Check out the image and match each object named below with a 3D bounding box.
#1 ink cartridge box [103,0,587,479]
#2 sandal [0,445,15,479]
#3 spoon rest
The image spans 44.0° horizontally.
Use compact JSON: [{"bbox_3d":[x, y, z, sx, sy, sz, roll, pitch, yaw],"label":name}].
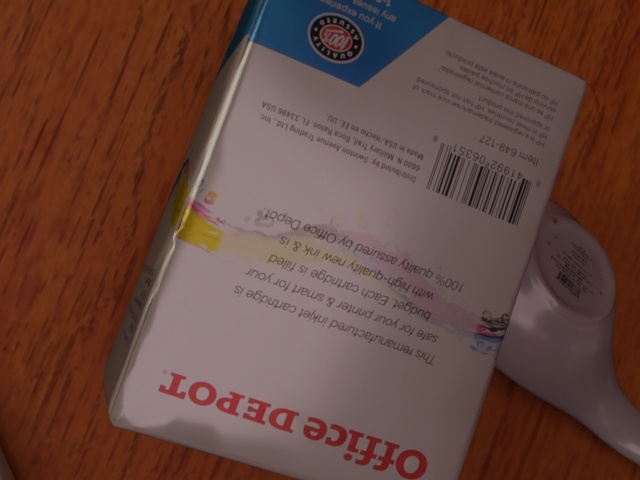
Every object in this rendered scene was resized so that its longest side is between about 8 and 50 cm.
[{"bbox_3d":[0.000,0.000,0.443,0.171,0.168,0.232,22,85,-14],"label":"ink cartridge box"},{"bbox_3d":[-0.264,0.102,0.409,0.169,0.102,0.416,-37,99,-12],"label":"sandal"},{"bbox_3d":[0.187,0.076,0.536,0.276,0.084,0.137,43,52,-5],"label":"spoon rest"}]
